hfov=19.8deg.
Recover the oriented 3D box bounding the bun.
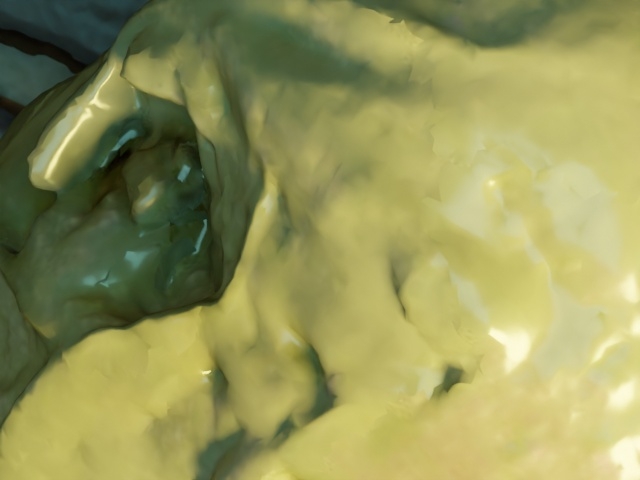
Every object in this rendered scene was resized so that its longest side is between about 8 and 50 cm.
[{"bbox_3d":[0.000,0.000,0.643,0.213,0.361,0.361,34,100,-35],"label":"bun"}]
